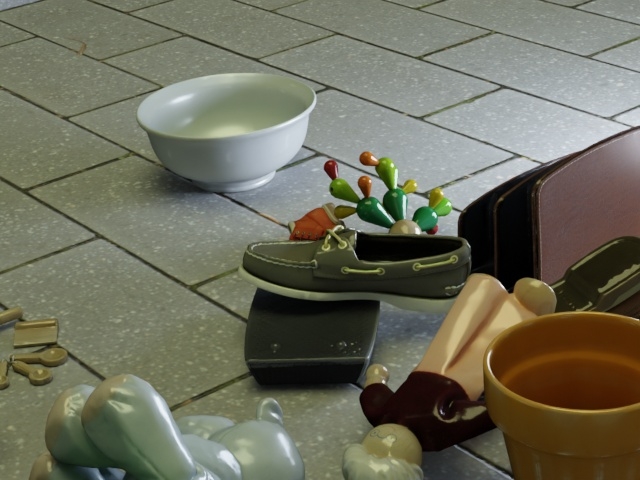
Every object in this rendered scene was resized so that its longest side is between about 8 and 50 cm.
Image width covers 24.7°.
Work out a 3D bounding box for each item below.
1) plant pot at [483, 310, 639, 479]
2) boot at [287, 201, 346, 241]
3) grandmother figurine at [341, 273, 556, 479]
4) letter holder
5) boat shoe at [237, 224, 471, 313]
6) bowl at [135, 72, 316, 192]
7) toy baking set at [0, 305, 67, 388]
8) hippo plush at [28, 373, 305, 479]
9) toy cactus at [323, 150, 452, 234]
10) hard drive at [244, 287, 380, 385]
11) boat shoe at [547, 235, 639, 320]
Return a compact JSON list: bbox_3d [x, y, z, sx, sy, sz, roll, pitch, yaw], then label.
[{"bbox_3d":[0.275,0.204,1.525,0.205,0.188,0.205,-4,25,2],"label":"plant pot"},{"bbox_3d":[0.000,0.000,2.150,0.084,0.059,0.158,-18,24,-8],"label":"boot"},{"bbox_3d":[0.130,0.170,1.651,0.208,0.104,0.342,-5,33,42],"label":"grandmother figurine"},{"bbox_3d":[0.344,-0.057,2.024,0.302,0.214,0.152,-24,32,-35],"label":"letter holder"},{"bbox_3d":[0.045,0.026,1.912,0.305,0.091,0.109,6,25,2],"label":"boat shoe"},{"bbox_3d":[-0.151,-0.167,2.418,0.298,0.134,0.298,-3,26,2],"label":"bowl"},{"bbox_3d":[-0.452,0.153,1.918,0.256,0.030,0.197,-17,29,-25],"label":"toy baking set"},{"bbox_3d":[-0.127,0.224,1.489,0.294,0.234,0.236,-7,9,37],"label":"hippo plush"},{"bbox_3d":[0.104,-0.034,2.130,0.219,0.112,0.180,19,44,-40],"label":"toy cactus"},{"bbox_3d":[-0.007,0.110,1.914,0.172,0.054,0.255,-2,25,5],"label":"hard drive"},{"bbox_3d":[0.291,0.116,1.808,0.307,0.104,0.111,-27,37,0],"label":"boat shoe"}]
